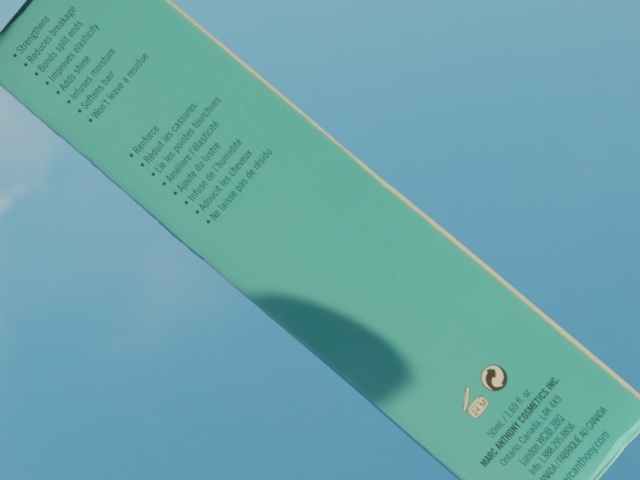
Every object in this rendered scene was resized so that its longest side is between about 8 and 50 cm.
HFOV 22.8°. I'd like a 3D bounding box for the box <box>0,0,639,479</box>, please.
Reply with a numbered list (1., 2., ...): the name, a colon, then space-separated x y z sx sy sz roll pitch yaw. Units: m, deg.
1. box: 0.000 0.000 0.556 0.244 0.060 0.100 40 -179 7
